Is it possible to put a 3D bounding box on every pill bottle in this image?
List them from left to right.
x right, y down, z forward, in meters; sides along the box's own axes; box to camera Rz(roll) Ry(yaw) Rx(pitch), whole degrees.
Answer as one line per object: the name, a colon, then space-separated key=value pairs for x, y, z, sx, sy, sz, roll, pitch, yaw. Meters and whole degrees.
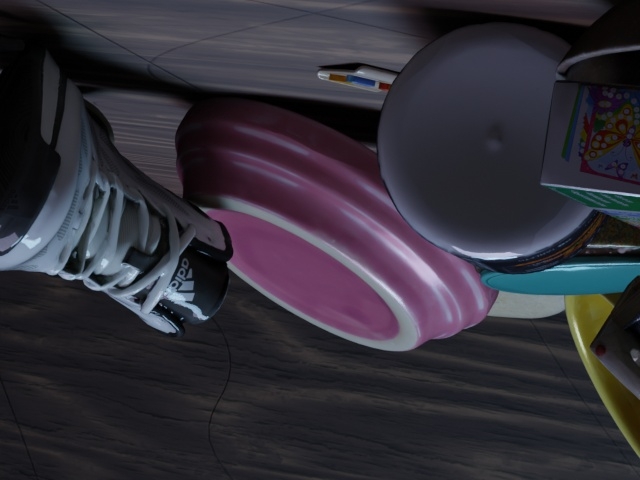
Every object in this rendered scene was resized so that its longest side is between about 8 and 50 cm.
pill bottle: x=0.113 y=-0.046 z=0.975 sx=0.130 sy=0.130 sz=0.245 roll=9 pitch=179 yaw=11

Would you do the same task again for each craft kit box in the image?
craft kit box: x=0.262 y=-0.021 z=0.793 sx=0.246 sy=0.061 sz=0.250 roll=5 pitch=177 yaw=27

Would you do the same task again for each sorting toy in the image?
sorting toy: x=0.046 y=-0.109 z=1.153 sx=0.083 sy=0.012 sz=0.062 roll=11 pitch=177 yaw=-30

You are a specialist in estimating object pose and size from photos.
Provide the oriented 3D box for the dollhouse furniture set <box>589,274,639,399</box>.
dollhouse furniture set: x=0.291 y=0.071 z=1.030 sx=0.183 sy=0.129 sz=0.129 roll=44 pitch=-151 yaw=4

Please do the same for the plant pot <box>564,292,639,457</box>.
plant pot: x=0.387 y=0.087 z=1.481 sx=0.239 sy=0.254 sz=0.254 roll=-30 pitch=-176 yaw=-8

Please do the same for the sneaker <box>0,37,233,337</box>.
sneaker: x=-0.166 y=-0.025 z=1.307 sx=0.257 sy=0.169 sz=0.447 roll=31 pitch=-178 yaw=-13

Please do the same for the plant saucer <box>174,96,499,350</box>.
plant saucer: x=0.000 y=0.000 z=1.494 sx=0.332 sy=0.084 sz=0.332 roll=28 pitch=161 yaw=10

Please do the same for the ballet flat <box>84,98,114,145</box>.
ballet flat: x=-0.285 y=-0.120 z=1.608 sx=0.248 sy=0.086 sz=0.086 roll=9 pitch=178 yaw=30

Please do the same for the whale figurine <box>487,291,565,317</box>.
whale figurine: x=0.158 y=-0.034 z=1.549 sx=0.216 sy=0.141 sz=0.272 roll=2 pitch=151 yaw=31

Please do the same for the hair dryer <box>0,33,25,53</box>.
hair dryer: x=-0.293 y=-0.151 z=1.053 sx=0.223 sy=0.080 sz=0.293 roll=-7 pitch=-171 yaw=-18

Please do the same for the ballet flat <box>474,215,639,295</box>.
ballet flat: x=0.279 y=-0.017 z=1.155 sx=0.348 sy=0.123 sz=0.123 roll=0 pitch=174 yaw=26

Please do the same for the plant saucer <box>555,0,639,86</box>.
plant saucer: x=0.262 y=-0.073 z=0.723 sx=0.310 sy=0.050 sz=0.310 roll=8 pitch=178 yaw=0
